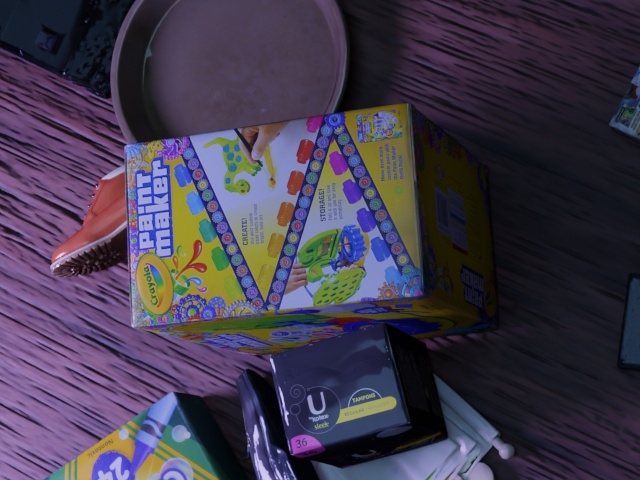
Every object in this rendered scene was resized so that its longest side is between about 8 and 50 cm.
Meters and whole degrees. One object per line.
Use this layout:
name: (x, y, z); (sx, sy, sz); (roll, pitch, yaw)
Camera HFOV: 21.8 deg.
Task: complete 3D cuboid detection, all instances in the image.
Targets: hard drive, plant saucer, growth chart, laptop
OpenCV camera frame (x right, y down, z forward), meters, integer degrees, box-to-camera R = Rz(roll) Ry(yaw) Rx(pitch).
hard drive: (0.358, 0.085, 1.597); (0.135, 0.022, 0.094); (6, 83, 20)
plant saucer: (-0.095, -0.186, 1.796); (0.278, 0.041, 0.278); (-4, 79, 18)
growth chart: (0.066, 0.237, 1.674); (0.237, 0.021, 0.172); (-42, 70, 8)
laptop: (-0.309, -0.319, 1.909); (0.264, 0.136, 0.234); (25, 90, -4)

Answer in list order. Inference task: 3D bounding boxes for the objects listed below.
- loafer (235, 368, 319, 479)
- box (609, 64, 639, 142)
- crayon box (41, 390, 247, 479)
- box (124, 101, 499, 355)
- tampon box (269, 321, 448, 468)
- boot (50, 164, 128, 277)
loafer: (-0.058, 0.207, 1.691); (0.061, 0.062, 0.170); (-38, 50, 18)
box: (0.358, -0.153, 1.637); (0.094, 0.027, 0.137); (28, 91, 23)
crayon box: (-0.141, 0.344, 1.695); (0.203, 0.083, 0.323); (-35, 72, 11)
box: (0.000, 0.000, 1.595); (0.279, 0.290, 0.177); (-7, 79, 19)
tampon box: (0.040, 0.152, 1.602); (0.120, 0.161, 0.101); (-18, 74, 14)
boot: (-0.235, -0.023, 1.811); (0.158, 0.059, 0.084); (-33, 68, 2)
